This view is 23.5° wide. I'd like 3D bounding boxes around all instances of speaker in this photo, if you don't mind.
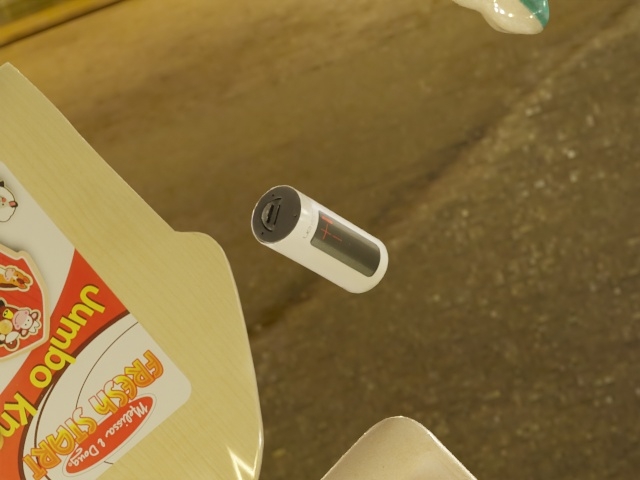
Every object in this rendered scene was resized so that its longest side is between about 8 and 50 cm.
[{"bbox_3d":[0.000,0.000,1.350,0.055,0.136,0.055,-17,60,32],"label":"speaker"}]

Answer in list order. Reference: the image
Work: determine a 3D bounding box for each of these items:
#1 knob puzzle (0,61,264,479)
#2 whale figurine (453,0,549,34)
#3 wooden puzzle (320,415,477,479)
[{"bbox_3d":[-0.104,0.067,0.514,0.213,0.213,0.030,-20,-7,-1],"label":"knob puzzle"},{"bbox_3d":[0.122,-0.307,1.403,0.141,0.272,0.216,-45,7,3],"label":"whale figurine"},{"bbox_3d":[0.089,0.346,1.193,0.322,0.348,0.080,-44,-7,-28],"label":"wooden puzzle"}]
